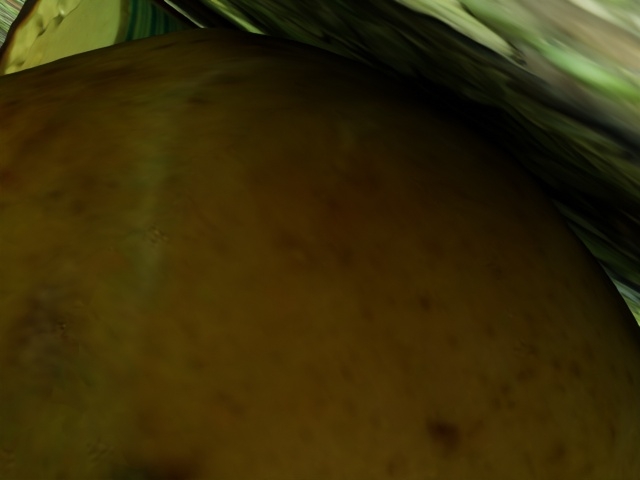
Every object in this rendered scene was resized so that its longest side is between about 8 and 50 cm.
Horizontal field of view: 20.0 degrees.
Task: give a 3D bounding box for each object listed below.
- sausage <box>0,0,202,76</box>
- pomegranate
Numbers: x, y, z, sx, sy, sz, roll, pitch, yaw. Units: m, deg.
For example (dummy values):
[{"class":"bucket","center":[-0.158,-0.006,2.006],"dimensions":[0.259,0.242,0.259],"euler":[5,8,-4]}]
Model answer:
[{"class":"sausage","center":[0.000,0.000,0.642],"dimensions":[0.264,0.083,0.083],"euler":[34,179,-38]},{"class":"pomegranate","center":[-0.044,0.081,0.451],"dimensions":[0.307,0.307,0.307],"euler":[33,178,1]}]
